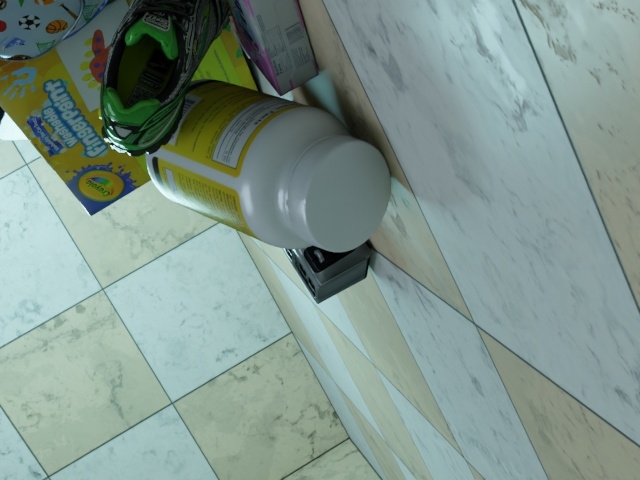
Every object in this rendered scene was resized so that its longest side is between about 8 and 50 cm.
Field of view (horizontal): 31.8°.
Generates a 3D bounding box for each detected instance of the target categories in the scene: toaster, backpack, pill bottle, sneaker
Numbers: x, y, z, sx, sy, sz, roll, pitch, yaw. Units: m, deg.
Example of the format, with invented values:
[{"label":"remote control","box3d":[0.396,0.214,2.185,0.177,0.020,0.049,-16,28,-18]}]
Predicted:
[{"label":"toaster","box3d":[0.000,0.000,1.862,0.168,0.110,0.186,59,172,13]},{"label":"backpack","box3d":[-0.399,-0.364,1.465,0.276,0.263,0.213,-30,67,40]},{"label":"pill bottle","box3d":[-0.070,-0.097,1.487,0.334,0.188,0.188,23,147,46]},{"label":"sneaker","box3d":[-0.184,-0.278,1.428,0.134,0.343,0.146,17,170,-6]}]

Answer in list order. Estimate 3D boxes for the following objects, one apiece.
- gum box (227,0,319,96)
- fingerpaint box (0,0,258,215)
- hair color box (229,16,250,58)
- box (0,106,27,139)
[{"label":"gum box","box3d":[-0.069,-0.282,1.432,0.107,0.062,0.188,54,170,36]},{"label":"fingerpaint box","box3d":[-0.325,-0.283,1.812,0.163,0.371,0.445,56,176,26]},{"label":"hair color box","box3d":[-0.114,-0.333,1.599,0.141,0.043,0.072,60,171,-9]},{"label":"box","box3d":[-0.567,-0.405,2.292,0.312,0.179,0.343,154,113,-67]}]
